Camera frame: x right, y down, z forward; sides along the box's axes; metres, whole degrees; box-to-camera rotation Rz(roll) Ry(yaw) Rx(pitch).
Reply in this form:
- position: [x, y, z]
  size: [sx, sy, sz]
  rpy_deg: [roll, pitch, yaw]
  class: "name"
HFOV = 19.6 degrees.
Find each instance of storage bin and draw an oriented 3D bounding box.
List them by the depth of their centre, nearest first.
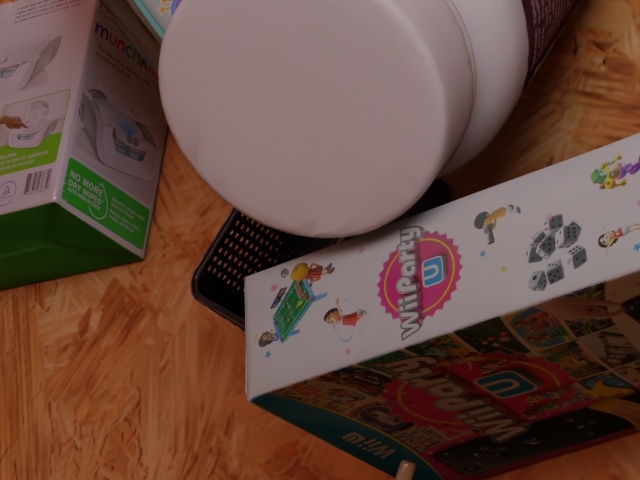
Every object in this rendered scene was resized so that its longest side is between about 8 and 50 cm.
- position: [0.000, 0.000, 1.429]
  size: [0.122, 0.084, 0.180]
  rpy_deg: [27, 84, 44]
  class: "storage bin"

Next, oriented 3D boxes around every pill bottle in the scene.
- position: [0.053, -0.173, 1.268]
  size: [0.224, 0.224, 0.392]
  rpy_deg: [-18, 19, 30]
  class: "pill bottle"

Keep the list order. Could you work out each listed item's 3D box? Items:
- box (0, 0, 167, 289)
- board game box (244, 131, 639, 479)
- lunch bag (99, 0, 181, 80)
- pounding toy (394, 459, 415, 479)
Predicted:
- position: [-0.277, -0.089, 1.675]
  size: [0.262, 0.127, 0.231]
  rpy_deg: [-13, 57, 34]
  class: "box"
- position: [0.137, 0.055, 1.188]
  size: [0.303, 0.224, 0.097]
  rpy_deg: [-20, 57, 29]
  class: "board game box"
- position: [-0.100, -0.183, 1.482]
  size: [0.108, 0.224, 0.279]
  rpy_deg: [-41, 14, -3]
  class: "lunch bag"
- position: [0.033, 0.240, 1.248]
  size: [0.141, 0.100, 0.130]
  rpy_deg: [-23, 53, 27]
  class: "pounding toy"
